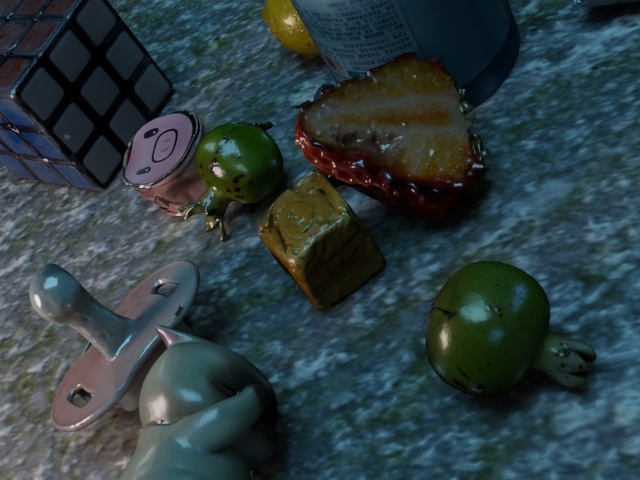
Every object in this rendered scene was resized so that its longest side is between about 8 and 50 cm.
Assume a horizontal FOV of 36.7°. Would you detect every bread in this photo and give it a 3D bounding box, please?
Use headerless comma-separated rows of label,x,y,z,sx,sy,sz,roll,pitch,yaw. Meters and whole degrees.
bread,0.000,0.000,1.495,0.149,0.143,0.158,-40,40,-5

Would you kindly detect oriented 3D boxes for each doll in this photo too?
doll,-0.164,0.304,1.285,0.226,0.215,0.370,-17,47,41

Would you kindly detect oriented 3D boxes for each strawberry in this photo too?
strawberry,0.115,-0.131,1.496,0.280,0.150,0.253,-26,72,-20

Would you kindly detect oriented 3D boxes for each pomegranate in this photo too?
pomegranate,0.239,0.111,1.241,0.210,0.179,0.179,-5,48,2
pomegranate,-0.155,-0.110,1.701,0.156,0.156,0.220,46,115,46

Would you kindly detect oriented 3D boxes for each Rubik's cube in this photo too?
Rubik's cube,-0.548,-0.314,1.986,0.305,0.301,0.304,12,62,37

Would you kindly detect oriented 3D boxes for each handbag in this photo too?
handbag,-0.267,-0.148,1.801,0.179,0.116,0.205,-17,48,21

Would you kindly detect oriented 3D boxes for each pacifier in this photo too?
pacifier,-0.324,0.147,1.520,0.220,0.273,0.332,27,71,26

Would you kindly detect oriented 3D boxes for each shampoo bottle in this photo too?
shampoo bottle,0.128,-0.416,1.624,0.331,0.343,0.331,-17,47,19

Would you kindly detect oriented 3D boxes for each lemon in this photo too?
lemon,-0.017,-0.445,1.860,0.206,0.173,0.173,-9,50,23

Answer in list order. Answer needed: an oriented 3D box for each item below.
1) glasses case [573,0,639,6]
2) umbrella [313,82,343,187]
glasses case,0.559,-0.435,1.564,0.308,0.083,0.128,-2,59,30
umbrella,0.014,-0.187,1.707,0.053,0.052,0.250,-18,46,17
